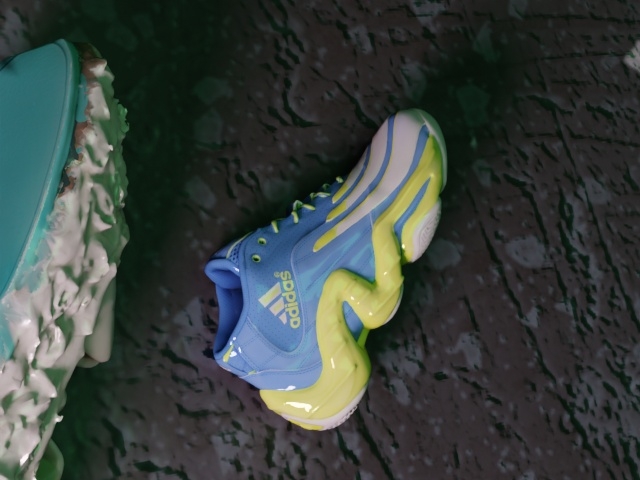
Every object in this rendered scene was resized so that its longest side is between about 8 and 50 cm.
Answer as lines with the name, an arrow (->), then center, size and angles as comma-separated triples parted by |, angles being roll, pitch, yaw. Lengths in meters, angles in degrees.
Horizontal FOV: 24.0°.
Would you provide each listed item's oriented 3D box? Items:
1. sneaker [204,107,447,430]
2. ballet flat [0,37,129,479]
sneaker -> 0.000, 0.000, 1.014 | 0.126, 0.091, 0.240 | 26, 69, -20
ballet flat -> -0.196, 0.085, 0.890 | 0.147, 0.147, 0.409 | 25, 72, -21
